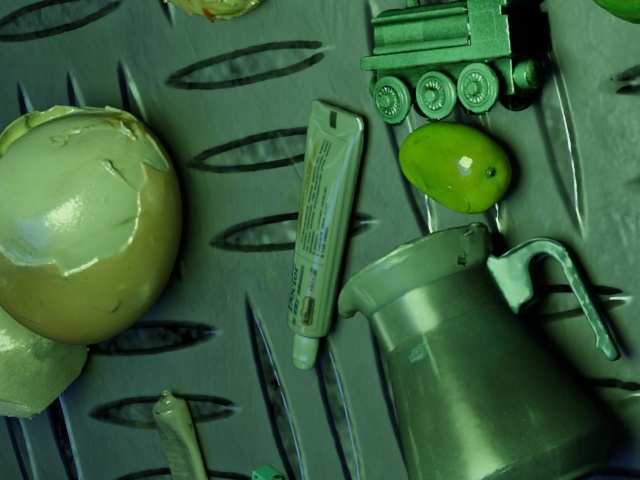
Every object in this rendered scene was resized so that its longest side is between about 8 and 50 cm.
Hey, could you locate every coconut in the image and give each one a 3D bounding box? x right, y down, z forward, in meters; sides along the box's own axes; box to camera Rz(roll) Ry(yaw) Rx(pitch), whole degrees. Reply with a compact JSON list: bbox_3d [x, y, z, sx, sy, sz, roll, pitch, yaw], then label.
[{"bbox_3d":[-0.324,0.106,1.804,0.162,0.161,0.161,11,113,49],"label":"coconut"}]

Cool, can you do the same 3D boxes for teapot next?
[{"bbox_3d":[0.135,0.104,1.391,0.203,0.171,0.225,-27,78,13],"label":"teapot"}]

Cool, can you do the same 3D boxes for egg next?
[{"bbox_3d":[-0.232,-0.008,1.647,0.201,0.201,0.244,32,138,30],"label":"egg"}]

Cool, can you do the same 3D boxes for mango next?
[{"bbox_3d":[0.108,-0.062,1.409,0.108,0.056,0.073,9,125,43],"label":"mango"}]

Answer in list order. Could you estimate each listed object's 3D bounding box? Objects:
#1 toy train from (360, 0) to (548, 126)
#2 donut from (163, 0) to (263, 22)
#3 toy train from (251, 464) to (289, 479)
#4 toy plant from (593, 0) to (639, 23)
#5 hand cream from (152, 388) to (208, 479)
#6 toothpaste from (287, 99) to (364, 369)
[{"bbox_3d":[0.105,-0.151,1.376,0.170,0.071,0.111,-1,96,44],"label":"toy train"},{"bbox_3d":[-0.104,-0.276,1.518,0.175,0.068,0.174,16,115,37],"label":"donut"},{"bbox_3d":[-0.051,0.268,1.702,0.045,0.029,0.092,31,126,40],"label":"toy train"},{"bbox_3d":[0.171,-0.261,1.193,0.175,0.218,0.235,163,100,-69],"label":"toy plant"},{"bbox_3d":[-0.138,0.230,1.771,0.057,0.037,0.165,1,114,42],"label":"hand cream"},{"bbox_3d":[0.000,0.000,1.548,0.067,0.037,0.255,27,119,40],"label":"toothpaste"}]
